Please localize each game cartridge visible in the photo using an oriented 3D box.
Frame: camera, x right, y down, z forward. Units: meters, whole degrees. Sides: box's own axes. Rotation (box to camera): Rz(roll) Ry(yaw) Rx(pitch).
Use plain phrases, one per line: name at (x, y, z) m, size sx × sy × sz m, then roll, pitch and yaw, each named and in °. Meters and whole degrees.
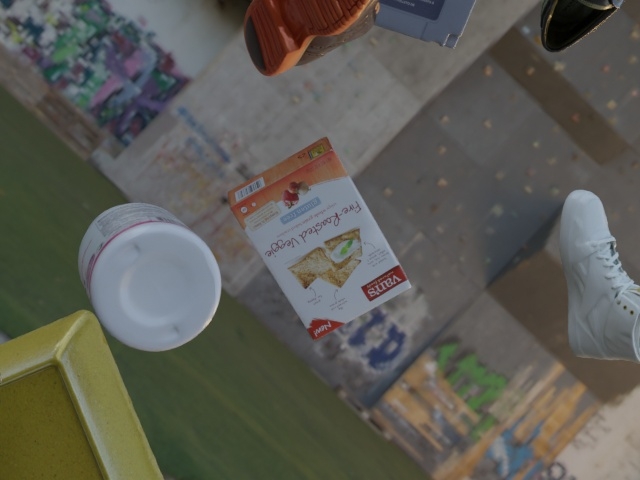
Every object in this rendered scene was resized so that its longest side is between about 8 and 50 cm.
game cartridge at (0.099, -0.417, 1.622) m, size 0.294 × 0.196 × 0.060 m, roll 16°, pitch 32°, yaw -11°

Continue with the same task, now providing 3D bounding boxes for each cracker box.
cracker box at (0.000, 0.000, 1.471) m, size 0.232 × 0.156 × 0.067 m, roll 58°, pitch 5°, yaw -24°

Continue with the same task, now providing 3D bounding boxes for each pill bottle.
pill bottle at (-0.235, 0.036, 1.449) m, size 0.160 × 0.160 × 0.283 m, roll 44°, pitch -5°, yaw -18°

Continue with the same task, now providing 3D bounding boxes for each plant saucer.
plant saucer at (-0.434, 0.315, 1.622) m, size 0.081 × 0.333 × 0.333 m, roll -15°, pitch 82°, yaw -85°

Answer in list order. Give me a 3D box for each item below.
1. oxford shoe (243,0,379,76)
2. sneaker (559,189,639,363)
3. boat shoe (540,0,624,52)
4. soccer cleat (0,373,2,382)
oxford shoe at (0.022, -0.319, 1.397) m, size 0.364 × 0.133 × 0.130 m, roll -18°, pitch -89°, yaw 63°
sneaker at (0.494, 0.060, 1.820) m, size 0.169 × 0.108 × 0.292 m, roll 5°, pitch -75°, yaw 53°
boat shoe at (0.275, -0.257, 1.072) m, size 0.080 × 0.073 × 0.223 m, roll 16°, pitch -21°, yaw -7°
soccer cleat at (-0.513, 0.250, 1.467) m, size 0.121 × 0.289 × 0.093 m, roll 35°, pitch 30°, yaw 14°
